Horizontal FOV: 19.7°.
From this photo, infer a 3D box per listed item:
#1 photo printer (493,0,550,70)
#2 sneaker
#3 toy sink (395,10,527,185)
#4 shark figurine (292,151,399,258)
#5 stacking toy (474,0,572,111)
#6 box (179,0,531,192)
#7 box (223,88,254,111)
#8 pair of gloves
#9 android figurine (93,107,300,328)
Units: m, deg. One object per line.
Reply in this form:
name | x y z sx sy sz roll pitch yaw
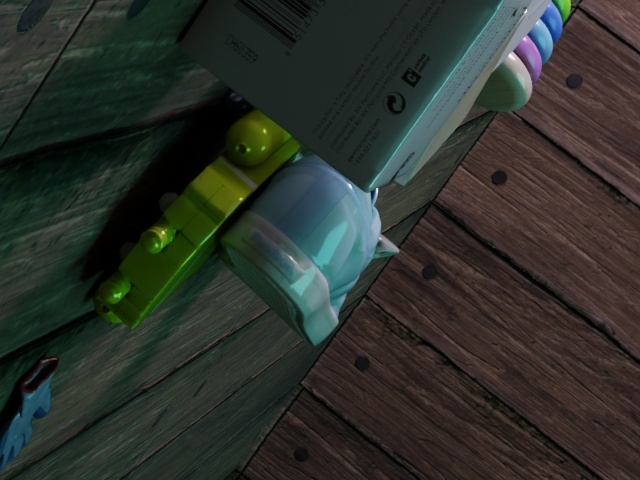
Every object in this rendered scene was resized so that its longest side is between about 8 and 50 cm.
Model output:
photo printer | 0.213 -0.307 2.134 0.256 0.107 0.307 -47 171 -40
sneaker | 0.000 0.000 1.686 0.150 0.135 0.366 -45 180 -6
toy sink | 0.086 -0.193 1.706 0.131 0.153 0.234 -48 171 -34
shark figurine | -0.035 -0.041 2.035 0.278 0.166 0.116 12 91 -63
stacking toy | 0.294 -0.335 2.479 0.330 0.141 0.141 -55 174 -21
box | 0.028 -0.162 1.349 0.181 0.182 0.119 -55 172 17
box | -0.049 -0.144 1.611 0.067 0.018 0.083 -54 173 11
pair of gloves | -0.300 0.191 1.646 0.198 0.023 0.159 -47 170 -42
android figurine | -0.109 -0.017 1.612 0.248 0.056 0.273 -49 178 29
